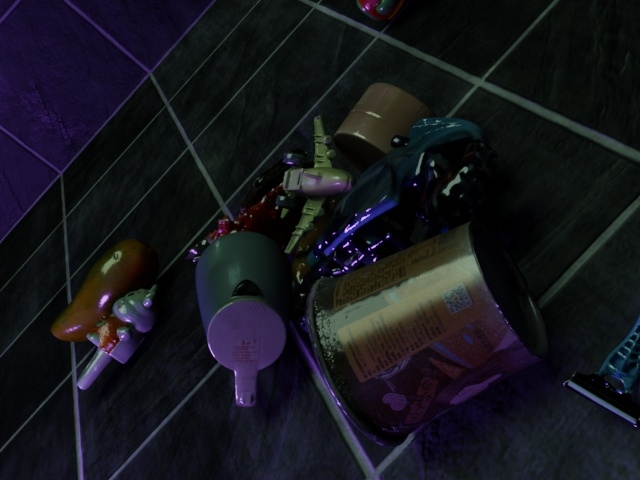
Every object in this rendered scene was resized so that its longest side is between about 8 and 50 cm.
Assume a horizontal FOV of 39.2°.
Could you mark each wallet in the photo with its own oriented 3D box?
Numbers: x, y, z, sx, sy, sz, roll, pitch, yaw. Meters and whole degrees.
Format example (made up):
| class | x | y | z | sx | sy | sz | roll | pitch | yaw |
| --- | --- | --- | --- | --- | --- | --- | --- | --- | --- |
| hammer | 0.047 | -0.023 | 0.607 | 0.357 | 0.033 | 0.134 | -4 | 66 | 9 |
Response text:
| class | x | y | z | sx | sy | sz | roll | pitch | yaw |
| --- | --- | --- | --- | --- | --- | --- | --- | --- | --- |
| wallet | -0.092 | -0.101 | 1.639 | 0.122 | 0.031 | 0.232 | -38 | -5 | -18 |

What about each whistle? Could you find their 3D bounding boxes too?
| class | x | y | z | sx | sy | sz | roll | pitch | yaw |
| --- | --- | --- | --- | --- | --- | --- | --- | --- | --- |
| whistle | -0.409 | 0.191 | 1.816 | 0.253 | 0.106 | 0.102 | -55 | -14 | -10 |

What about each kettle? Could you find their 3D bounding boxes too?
| class | x | y | z | sx | sy | sz | roll | pitch | yaw |
| --- | --- | --- | --- | --- | --- | --- | --- | --- | --- |
| kettle | -0.119 | 0.124 | 1.375 | 0.243 | 0.160 | 0.211 | -105 | 21 | -70 |

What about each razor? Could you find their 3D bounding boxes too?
| class | x | y | z | sx | sy | sz | roll | pitch | yaw |
| --- | --- | --- | --- | --- | --- | --- | --- | --- | --- |
| razor | 0.337 | 0.063 | 0.901 | 0.082 | 0.042 | 0.253 | 28 | 74 | 20 |

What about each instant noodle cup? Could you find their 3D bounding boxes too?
| class | x | y | z | sx | sy | sz | roll | pitch | yaw |
| --- | --- | --- | --- | --- | --- | --- | --- | --- | --- |
| instant noodle cup | 0.126 | 0.095 | 1.012 | 0.207 | 0.217 | 0.217 | -30 | 32 | 23 |

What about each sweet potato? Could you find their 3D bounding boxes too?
| class | x | y | z | sx | sy | sz | roll | pitch | yaw |
| --- | --- | --- | --- | --- | --- | --- | --- | --- | --- |
| sweet potato | -0.002 | 0.005 | 1.472 | 0.068 | 0.068 | 0.226 | -21 | 36 | 44 |

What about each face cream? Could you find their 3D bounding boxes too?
| class | x | y | z | sx | sy | sz | roll | pitch | yaw |
| --- | --- | --- | --- | --- | --- | --- | --- | --- | --- |
| face cream | 0.109 | -0.163 | 1.421 | 0.104 | 0.149 | 0.149 | -55 | 27 | -13 |

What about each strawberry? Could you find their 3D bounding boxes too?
| class | x | y | z | sx | sy | sz | roll | pitch | yaw |
| --- | --- | --- | --- | --- | --- | --- | --- | --- | --- |
| strawberry | -0.094 | -0.019 | 1.571 | 0.286 | 0.106 | 0.188 | -37 | -2 | -8 |

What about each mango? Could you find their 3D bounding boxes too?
| class | x | y | z | sx | sy | sz | roll | pitch | yaw |
| --- | --- | --- | --- | --- | --- | --- | --- | --- | --- |
| mango | -0.453 | 0.117 | 1.931 | 0.289 | 0.129 | 0.146 | -46 | -12 | 25 |

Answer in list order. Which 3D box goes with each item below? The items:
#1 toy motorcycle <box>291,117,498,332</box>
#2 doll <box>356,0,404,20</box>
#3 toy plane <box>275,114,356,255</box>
| class | x | y | z | sx | sy | sz | roll | pitch | yaw |
| --- | --- | --- | --- | --- | --- | --- | --- | --- | --- |
| toy motorcycle | 0.108 | -0.027 | 1.263 | 0.416 | 0.172 | 0.232 | -45 | 14 | 40 |
| doll | 0.211 | -0.596 | 1.819 | 0.363 | 0.160 | 0.183 | -29 | 32 | 35 |
| toy plane | -0.014 | -0.088 | 1.388 | 0.244 | 0.092 | 0.229 | -179 | 101 | -74 |
